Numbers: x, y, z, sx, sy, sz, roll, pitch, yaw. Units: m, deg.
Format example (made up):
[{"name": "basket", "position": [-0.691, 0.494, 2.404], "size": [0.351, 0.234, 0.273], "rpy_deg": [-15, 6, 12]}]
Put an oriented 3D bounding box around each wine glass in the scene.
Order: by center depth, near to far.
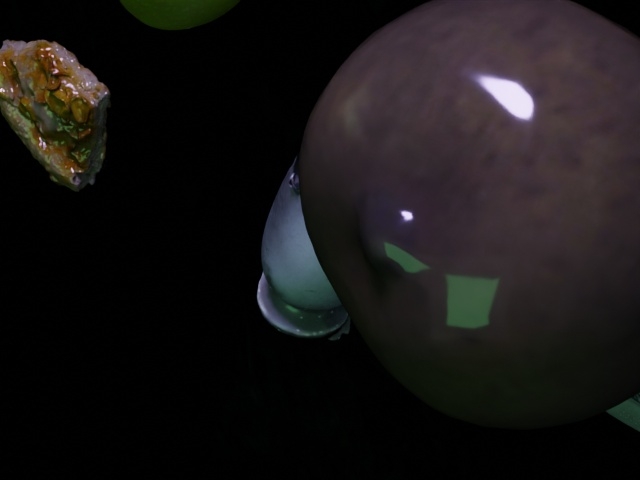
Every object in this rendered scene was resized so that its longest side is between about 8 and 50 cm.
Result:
[{"name": "wine glass", "position": [0.000, 0.000, 1.942], "size": [0.111, 0.111, 0.204], "rpy_deg": [37, 141, 20]}]

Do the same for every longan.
[{"name": "longan", "position": [0.151, -0.027, 1.608], "size": [0.361, 0.361, 0.361], "rpy_deg": [24, 131, 31]}]

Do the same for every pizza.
[{"name": "pizza", "position": [-0.282, -0.141, 2.156], "size": [0.161, 0.062, 0.182], "rpy_deg": [-15, 104, 42]}]

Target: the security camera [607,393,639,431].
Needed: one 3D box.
[{"name": "security camera", "position": [0.241, 0.070, 1.792], "size": [0.301, 0.080, 0.157], "rpy_deg": [30, 135, 30]}]

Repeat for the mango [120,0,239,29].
[{"name": "mango", "position": [-0.114, -0.325, 1.812], "size": [0.175, 0.143, 0.293], "rpy_deg": [36, 127, 18]}]
